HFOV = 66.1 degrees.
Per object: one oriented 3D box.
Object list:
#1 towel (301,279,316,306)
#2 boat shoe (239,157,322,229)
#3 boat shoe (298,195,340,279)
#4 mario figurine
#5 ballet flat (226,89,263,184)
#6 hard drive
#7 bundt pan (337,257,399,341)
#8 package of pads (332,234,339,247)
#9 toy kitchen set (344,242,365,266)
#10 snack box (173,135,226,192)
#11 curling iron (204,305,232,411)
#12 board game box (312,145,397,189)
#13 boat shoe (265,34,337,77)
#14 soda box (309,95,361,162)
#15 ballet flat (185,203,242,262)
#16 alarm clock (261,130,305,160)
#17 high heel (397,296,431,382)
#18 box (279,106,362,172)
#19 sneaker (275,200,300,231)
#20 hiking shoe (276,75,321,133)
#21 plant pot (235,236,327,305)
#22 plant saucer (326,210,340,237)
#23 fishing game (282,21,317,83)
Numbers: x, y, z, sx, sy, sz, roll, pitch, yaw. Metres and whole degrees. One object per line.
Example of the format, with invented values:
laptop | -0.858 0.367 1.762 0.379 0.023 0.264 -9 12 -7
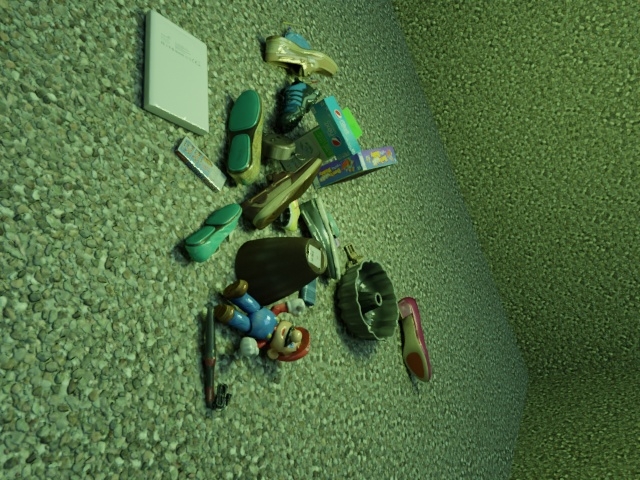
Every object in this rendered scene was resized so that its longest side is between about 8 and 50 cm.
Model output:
towel | -0.044 0.167 1.732 0.067 0.029 0.119 34 50 -44
boat shoe | -0.129 -0.182 1.625 0.123 0.123 0.342 40 65 7
boat shoe | 0.000 0.000 1.830 0.116 0.099 0.319 -54 128 -83
mario figurine | -0.137 0.242 1.416 0.320 0.198 0.170 40 3 -31
ballet flat | -0.241 -0.332 1.613 0.123 0.123 0.348 33 49 -45
hard drive | -0.426 -0.493 1.461 0.210 0.040 0.318 19 60 -51
bundt pan | 0.179 0.242 1.940 0.331 0.124 0.330 28 54 -47
package of pads | 0.042 0.016 1.926 0.050 0.032 0.083 61 35 -12
toy kitchen set | 0.125 0.060 2.001 0.068 0.083 0.075 -28 102 -15
snack box | -0.354 -0.224 1.461 0.178 0.022 0.064 47 41 -34
curling iron | -0.283 0.312 1.305 0.068 0.035 0.273 4 74 -53
board game box | 0.142 -0.305 2.037 0.347 0.233 0.078 -24 95 -57
boat shoe | -0.079 -0.715 1.993 0.341 0.122 0.110 8 88 -36
soda box | 0.052 -0.378 1.668 0.071 0.067 0.210 -39 104 -52
ballet flat | -0.301 -0.017 1.409 0.247 0.083 0.087 -54 145 -51
alarm clock | -0.135 -0.321 1.702 0.129 0.192 0.064 -40 153 -56
high heel | 0.445 0.440 2.229 0.181 0.127 0.377 -13 83 -46
box | 0.000 -0.365 1.854 0.126 0.231 0.262 58 36 -13
sneaker | -0.112 -0.123 1.734 0.094 0.082 0.208 43 45 -54
hiking shoe | -0.116 -0.521 1.903 0.132 0.113 0.304 36 44 -5
plant pot | -0.103 0.074 1.503 0.215 0.230 0.215 28 53 -47
plant saucer | 0.048 -0.067 1.928 0.119 0.021 0.119 62 2 -3
fishing game | -0.098 -0.791 2.088 0.189 0.041 0.264 -27 103 -49
